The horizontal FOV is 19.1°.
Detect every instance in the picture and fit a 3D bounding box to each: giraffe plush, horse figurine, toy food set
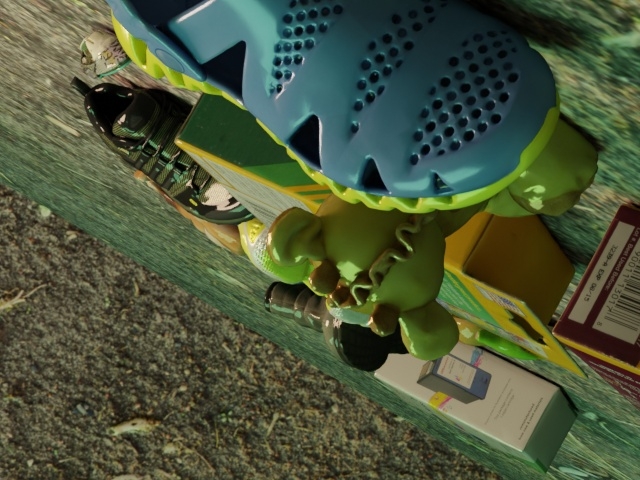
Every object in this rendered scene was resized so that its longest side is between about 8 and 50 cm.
[{"bbox_3d":[0.057,-0.023,1.170,0.181,0.170,0.210,28,172,11],"label":"giraffe plush"},{"bbox_3d":[-0.114,-0.037,2.073,0.174,0.066,0.263,36,173,-9],"label":"horse figurine"},{"bbox_3d":[0.179,0.094,1.866,0.132,0.038,0.192,19,177,-21],"label":"toy food set"}]

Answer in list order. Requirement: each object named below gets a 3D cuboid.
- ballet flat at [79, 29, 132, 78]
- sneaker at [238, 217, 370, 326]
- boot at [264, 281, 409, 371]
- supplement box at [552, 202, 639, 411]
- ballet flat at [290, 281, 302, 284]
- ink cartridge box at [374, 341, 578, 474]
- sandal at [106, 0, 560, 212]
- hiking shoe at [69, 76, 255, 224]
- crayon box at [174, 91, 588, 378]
[{"bbox_3d":[-0.189,-0.163,1.652,0.041,0.041,0.114,31,171,-15],"label":"ballet flat"},{"bbox_3d":[0.000,0.000,1.906,0.240,0.091,0.126,32,-163,-46],"label":"sneaker"},{"bbox_3d":[0.006,0.084,2.085,0.161,0.083,0.246,13,-177,21],"label":"boot"},{"bbox_3d":[0.249,0.066,1.301,0.081,0.104,0.188,24,170,39],"label":"supplement box"},{"bbox_3d":[0.003,0.024,2.048,0.070,0.070,0.188,31,173,-13],"label":"ballet flat"},{"bbox_3d":[0.189,0.186,2.304,0.212,0.093,0.154,28,173,22],"label":"ink cartridge box"},{"bbox_3d":[-0.015,-0.116,1.051,0.317,0.126,0.138,23,166,29],"label":"sandal"},{"bbox_3d":[-0.142,-0.085,1.786,0.227,0.086,0.114,25,174,33],"label":"hiking shoe"},{"bbox_3d":[0.067,-0.017,1.495,0.323,0.083,0.203,26,171,28],"label":"crayon box"}]
